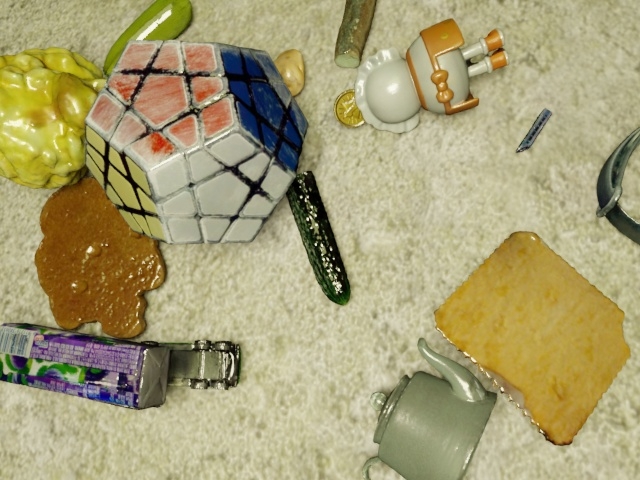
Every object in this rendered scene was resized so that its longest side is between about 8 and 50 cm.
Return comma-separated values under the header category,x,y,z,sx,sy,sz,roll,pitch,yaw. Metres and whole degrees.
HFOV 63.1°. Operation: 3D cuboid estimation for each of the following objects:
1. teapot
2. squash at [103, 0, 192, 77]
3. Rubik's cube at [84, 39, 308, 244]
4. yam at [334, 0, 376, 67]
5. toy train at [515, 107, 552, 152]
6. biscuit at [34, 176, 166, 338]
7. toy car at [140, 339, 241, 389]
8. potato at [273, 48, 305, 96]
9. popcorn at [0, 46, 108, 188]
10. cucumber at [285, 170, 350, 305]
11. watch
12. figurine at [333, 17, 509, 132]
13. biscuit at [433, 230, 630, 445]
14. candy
category,x,y,z,sx,sy,sz,roll,pitch,yaw
teapot,0.127,0.251,0.686,0.148,0.162,0.240,24,108,21
squash,-0.310,-0.363,0.932,0.201,0.066,0.066,-42,75,4
Rubik's cube,-0.174,-0.139,0.753,0.263,0.319,0.320,-21,73,29
yam,0.073,-0.430,0.898,0.061,0.061,0.275,11,79,10
toy train,0.335,-0.169,0.819,0.017,0.017,0.083,34,83,7
biscuit,-0.356,0.029,0.852,0.208,0.041,0.291,-28,75,1
toy car,-0.197,0.186,0.781,0.164,0.062,0.071,-1,76,7
potato,-0.057,-0.284,0.883,0.068,0.062,0.083,18,57,-4
popcorn,-0.405,-0.197,0.831,0.251,0.237,0.206,-15,118,-20
cucumber,0.000,0.000,0.803,0.052,0.058,0.215,-12,75,-31
watch,0.501,-0.080,0.751,0.206,0.068,0.193,-29,71,-4
figurine,0.153,-0.243,0.805,0.271,0.143,0.143,-27,74,-1
biscuit,0.302,0.118,0.716,0.236,0.013,0.232,-38,74,-24
candy,-0.358,0.180,0.767,0.312,0.061,0.088,3,82,25
